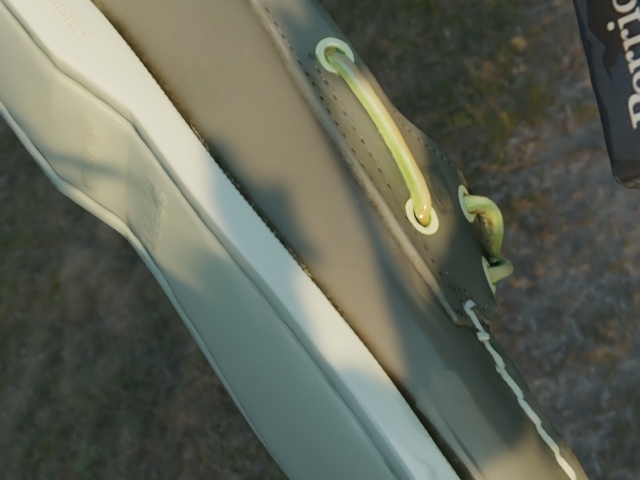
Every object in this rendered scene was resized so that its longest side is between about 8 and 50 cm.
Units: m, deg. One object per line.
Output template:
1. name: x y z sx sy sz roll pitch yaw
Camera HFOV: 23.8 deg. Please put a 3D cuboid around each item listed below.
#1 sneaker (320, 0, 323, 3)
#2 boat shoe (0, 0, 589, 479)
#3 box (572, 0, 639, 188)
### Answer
1. sneaker: -0.026 -0.169 0.726 0.271 0.108 0.100 -43 50 12
2. boat shoe: 0.001 -0.002 0.440 0.091 0.109 0.305 -34 78 -22
3. box: 0.346 -0.313 0.693 0.297 0.480 0.472 -7 -8 -41
